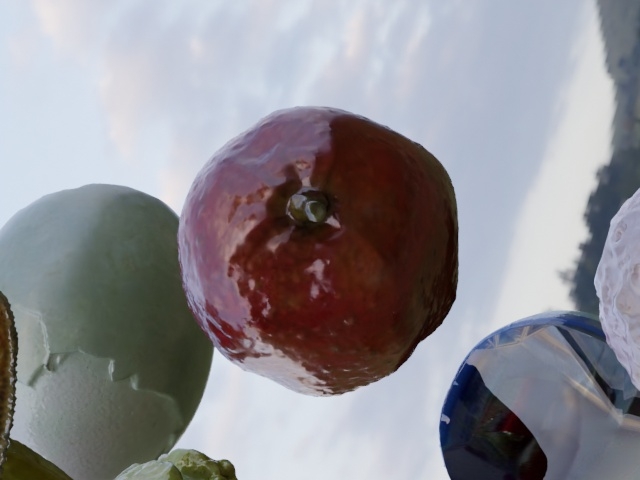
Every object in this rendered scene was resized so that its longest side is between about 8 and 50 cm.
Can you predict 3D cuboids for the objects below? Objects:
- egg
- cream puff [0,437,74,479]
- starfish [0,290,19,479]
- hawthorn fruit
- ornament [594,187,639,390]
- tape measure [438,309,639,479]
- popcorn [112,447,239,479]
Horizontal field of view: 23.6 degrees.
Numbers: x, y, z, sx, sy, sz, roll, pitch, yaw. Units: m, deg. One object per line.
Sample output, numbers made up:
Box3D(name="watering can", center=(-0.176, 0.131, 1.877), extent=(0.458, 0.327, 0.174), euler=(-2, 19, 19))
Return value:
Box3D(name="egg", center=(-0.252, 0.119, 1.654), extent=(0.278, 0.278, 0.336), euler=(78, -169, -63))
Box3D(name="cream puff", center=(-0.337, 0.320, 1.294), extent=(0.275, 0.378, 0.378), euler=(59, -135, -36))
Box3D(name="starfish", center=(-0.181, 0.116, 0.671), extent=(0.213, 0.238, 0.057), euler=(-35, -3, 30))
Box3D(name="hawthorn fruit", center=(0.000, 0.000, 1.054), extent=(0.253, 0.205, 0.205), euler=(90, -159, -71))
Box3D(name="ornament", center=(0.376, 0.047, 1.371), extent=(0.225, 0.259, 0.259), euler=(-101, 16, -56))
Box3D(name="tape measure", center=(0.262, 0.209, 1.655), extent=(0.138, 0.262, 0.259), euler=(3, -66, -63))
Box3D(name="popcorn", center=(-0.085, 0.182, 0.922), extent=(0.116, 0.120, 0.106), euler=(42, -128, -51))
